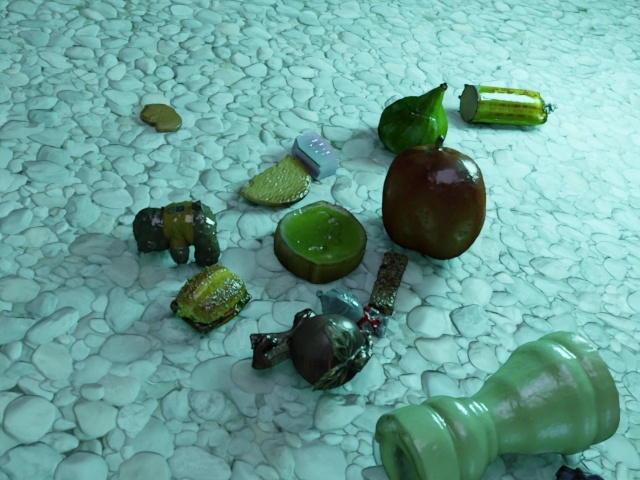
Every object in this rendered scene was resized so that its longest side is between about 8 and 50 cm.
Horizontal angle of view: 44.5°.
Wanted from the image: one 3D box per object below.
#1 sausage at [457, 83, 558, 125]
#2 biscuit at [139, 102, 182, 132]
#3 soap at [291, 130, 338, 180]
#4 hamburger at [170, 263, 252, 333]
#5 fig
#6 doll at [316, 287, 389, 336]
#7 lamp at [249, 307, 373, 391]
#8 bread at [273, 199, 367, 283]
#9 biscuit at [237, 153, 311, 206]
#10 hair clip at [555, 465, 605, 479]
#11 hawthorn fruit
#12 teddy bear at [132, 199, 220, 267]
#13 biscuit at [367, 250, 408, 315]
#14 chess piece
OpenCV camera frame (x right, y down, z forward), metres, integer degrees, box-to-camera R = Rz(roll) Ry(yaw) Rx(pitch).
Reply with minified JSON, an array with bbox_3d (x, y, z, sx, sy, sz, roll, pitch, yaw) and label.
[{"bbox_3d":[0.600,-0.419,2.454,0.317,0.117,0.125,1,48,-13],"label":"sausage"},{"bbox_3d":[-0.441,-0.343,2.169,0.102,0.019,0.130,-25,54,-36],"label":"biscuit"},{"bbox_3d":[-0.016,-0.236,2.140,0.100,0.056,0.149,-21,53,-36],"label":"soap"},{"bbox_3d":[-0.237,0.118,1.674,0.137,0.087,0.166,33,46,21],"label":"hamburger"},{"bbox_3d":[0.275,-0.359,2.219,0.203,0.235,0.203,9,45,-10],"label":"fig"},{"bbox_3d":[0.068,0.158,1.728,0.180,0.079,0.094,27,66,-5],"label":"doll"},{"bbox_3d":[-0.009,0.229,1.589,0.215,0.151,0.223,-19,8,-38],"label":"lamp"},{"bbox_3d":[0.000,0.000,1.879,0.236,0.070,0.236,7,43,-6],"label":"bread"},{"bbox_3d":[-0.101,-0.144,2.034,0.144,0.033,0.224,30,45,15],"label":"biscuit"},{"bbox_3d":[0.539,0.503,1.496,0.124,0.052,0.195,-32,64,-32],"label":"hair clip"},{"bbox_3d":[0.282,-0.112,1.930,0.275,0.300,0.275,3,19,-1],"label":"hawthorn fruit"},{"bbox_3d":[-0.330,-0.027,1.780,0.190,0.140,0.177,-7,48,-10],"label":"teddy bear"},{"bbox_3d":[0.160,0.098,1.840,0.064,0.034,0.199,18,42,6],"label":"biscuit"},{"bbox_3d":[0.331,0.345,1.501,0.442,0.234,0.234,-16,50,-22],"label":"chess piece"}]
